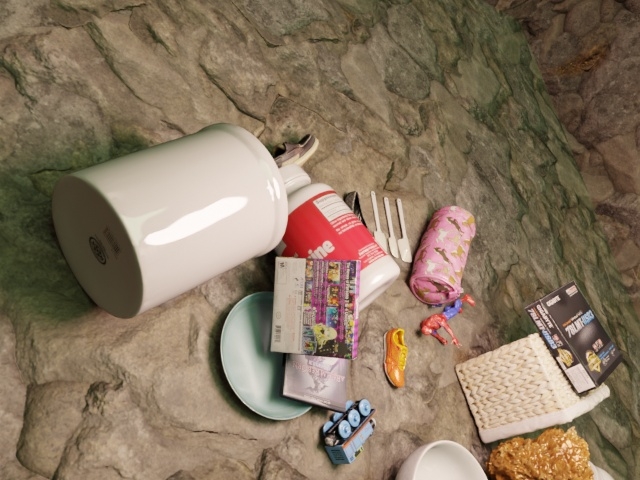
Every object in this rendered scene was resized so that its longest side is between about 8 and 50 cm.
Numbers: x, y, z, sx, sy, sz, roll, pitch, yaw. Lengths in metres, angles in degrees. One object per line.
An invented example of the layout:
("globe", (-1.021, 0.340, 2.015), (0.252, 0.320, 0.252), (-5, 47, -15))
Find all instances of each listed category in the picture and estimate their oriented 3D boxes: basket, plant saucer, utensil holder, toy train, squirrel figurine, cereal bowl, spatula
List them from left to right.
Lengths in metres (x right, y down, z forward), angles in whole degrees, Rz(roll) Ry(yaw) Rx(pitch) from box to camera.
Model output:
("utensil holder", (-0.317, -0.050, 1.216), (0.385, 0.327, 0.328), (-30, 89, -43))
("plant saucer", (-0.118, 0.285, 1.406), (0.317, 0.043, 0.318), (20, 56, -33))
("toy train", (0.080, 0.486, 1.452), (0.184, 0.080, 0.105), (-30, 98, -48))
("spatula", (0.239, -0.048, 1.926), (0.168, 0.019, 0.242), (11, 60, -32))
("cereal bowl", (0.307, 0.711, 1.484), (0.338, 0.141, 0.339), (20, 56, -33))
("basket", (0.675, 0.458, 1.827), (0.328, 0.331, 0.267), (-4, 65, -43))
("squirrel figurine", (0.673, 0.739, 1.584), (0.280, 0.370, 0.398), (-6, 87, -45))

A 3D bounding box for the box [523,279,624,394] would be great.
("box", (0.797, 0.291, 1.760), (0.295, 0.073, 0.294), (-11, 69, -47))

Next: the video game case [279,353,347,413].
("video game case", (-0.009, 0.286, 1.454), (0.196, 0.026, 0.275), (25, 52, -30))

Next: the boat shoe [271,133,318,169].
("boat shoe", (-0.101, -0.247, 1.668), (0.092, 0.102, 0.285), (50, 50, -15))

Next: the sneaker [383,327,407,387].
("sneaker", (0.225, 0.343, 1.663), (0.064, 0.067, 0.175), (15, 60, -38))

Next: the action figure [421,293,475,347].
("action figure", (0.431, 0.282, 1.860), (0.280, 0.091, 0.139), (-16, 70, -45))

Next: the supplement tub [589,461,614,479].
("supplement tub", (0.906, 0.896, 1.851), (0.325, 0.235, 0.235), (47, 45, -12))

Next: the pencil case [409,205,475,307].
("pencil case", (0.427, 0.044, 1.941), (0.167, 0.160, 0.386), (48, 44, -22))

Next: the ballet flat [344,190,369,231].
("ballet flat", (0.120, -0.076, 1.808), (0.057, 0.049, 0.173), (-8, 74, -43))

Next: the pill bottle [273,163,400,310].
("pill bottle", (0.000, 0.000, 1.496), (0.229, 0.229, 0.408), (-24, 69, -46))

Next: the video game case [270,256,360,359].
("video game case", (-0.012, 0.158, 1.348), (0.042, 0.210, 0.232), (12, 80, -71))
